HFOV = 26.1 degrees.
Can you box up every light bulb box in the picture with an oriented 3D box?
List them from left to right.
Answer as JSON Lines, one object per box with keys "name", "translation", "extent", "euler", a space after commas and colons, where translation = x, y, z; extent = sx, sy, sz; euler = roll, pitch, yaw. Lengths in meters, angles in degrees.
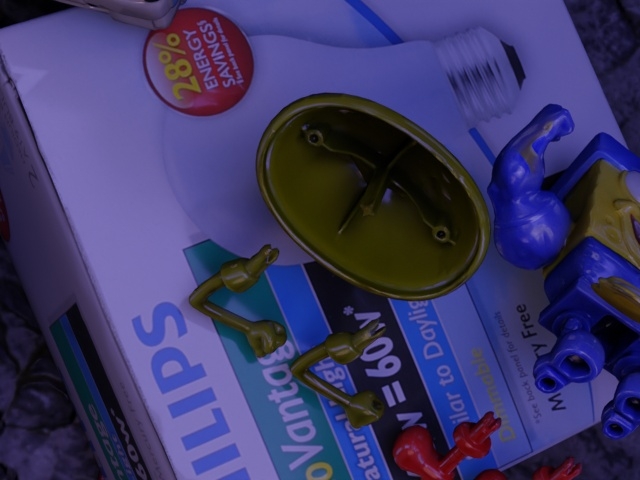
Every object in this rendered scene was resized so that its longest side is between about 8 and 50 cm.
{"name": "light bulb box", "translation": [0.000, 0.000, 0.919], "extent": [0.361, 0.225, 0.358], "euler": [-22, 87, -21]}

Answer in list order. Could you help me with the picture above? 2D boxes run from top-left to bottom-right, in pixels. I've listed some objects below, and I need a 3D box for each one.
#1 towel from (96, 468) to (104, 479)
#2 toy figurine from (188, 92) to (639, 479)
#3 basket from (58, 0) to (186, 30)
{"name": "towel", "translation": [-0.046, 0.185, 1.023], "extent": [0.237, 0.037, 0.329], "euler": [19, 80, -14]}
{"name": "toy figurine", "translation": [0.135, 0.021, 0.793], "extent": [0.362, 0.191, 0.217], "euler": [33, 41, -2]}
{"name": "basket", "translation": [-0.142, -0.277, 0.738], "extent": [0.254, 0.201, 0.289], "euler": [14, 87, 0]}
